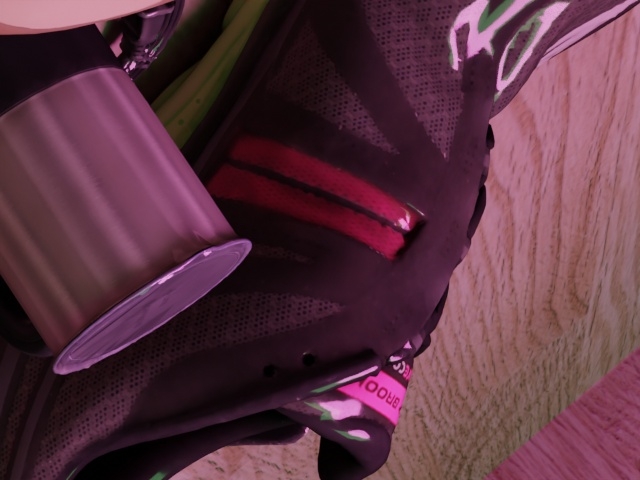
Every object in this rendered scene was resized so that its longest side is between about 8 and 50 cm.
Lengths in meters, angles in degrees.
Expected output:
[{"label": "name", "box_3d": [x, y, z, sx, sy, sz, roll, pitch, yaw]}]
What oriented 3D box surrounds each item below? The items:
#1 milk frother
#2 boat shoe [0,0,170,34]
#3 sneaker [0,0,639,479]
[{"label": "milk frother", "box_3d": [-0.077, -0.037, 0.559, 0.143, 0.134, 0.129, -31, 172, -23]}, {"label": "boat shoe", "box_3d": [0.015, -0.169, 0.478, 0.341, 0.121, 0.110, -29, 158, -29]}, {"label": "sneaker", "box_3d": [0.000, 0.000, 0.690, 0.483, 0.202, 0.185, -43, 161, 4]}]
